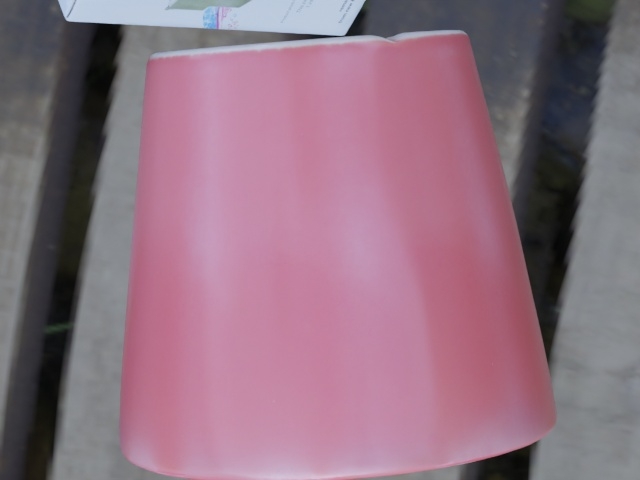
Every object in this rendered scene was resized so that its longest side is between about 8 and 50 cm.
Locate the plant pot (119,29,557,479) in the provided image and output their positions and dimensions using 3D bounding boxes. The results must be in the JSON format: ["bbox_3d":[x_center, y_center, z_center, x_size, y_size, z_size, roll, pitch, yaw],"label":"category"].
[{"bbox_3d":[0.000,0.000,1.174,0.275,0.275,0.243,-2,97,27],"label":"plant pot"}]

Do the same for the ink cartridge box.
[{"bbox_3d":[-0.047,-0.128,0.738,0.052,0.122,0.088,-58,44,40],"label":"ink cartridge box"}]
